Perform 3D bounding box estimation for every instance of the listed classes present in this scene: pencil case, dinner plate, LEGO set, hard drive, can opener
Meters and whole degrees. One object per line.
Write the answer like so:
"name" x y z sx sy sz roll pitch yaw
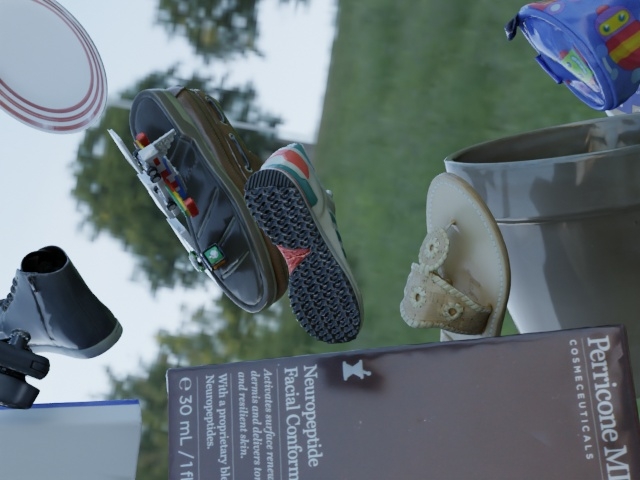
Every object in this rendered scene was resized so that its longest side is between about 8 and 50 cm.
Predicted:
"pencil case" 0.313 -0.243 1.197 0.306 0.119 0.133 -41 8 -8
"dinner plate" -0.225 -0.145 1.057 0.017 0.141 0.141 -57 -25 -44
"LEGO set" -0.155 -0.045 1.502 0.182 0.060 0.244 58 173 -19
"hard drive" -0.355 0.251 1.407 0.040 0.319 0.210 -106 21 -45
"can opener" -0.349 0.098 1.295 0.059 0.186 0.073 -31 35 60

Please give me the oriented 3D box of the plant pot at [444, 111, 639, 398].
"plant pot" 0.321 0.016 1.485 0.323 0.323 0.280 -37 -63 -70

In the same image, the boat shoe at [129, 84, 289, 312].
"boat shoe" -0.103 -0.060 1.556 0.104 0.307 0.111 -12 -25 -41

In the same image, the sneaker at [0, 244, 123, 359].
"sneaker" -0.321 0.060 1.491 0.083 0.222 0.118 -50 -54 -40

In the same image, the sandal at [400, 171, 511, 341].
"sandal" 0.108 0.061 1.153 0.079 0.088 0.240 -37 -44 -28

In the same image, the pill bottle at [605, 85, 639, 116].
"pill bottle" 0.438 -0.282 1.732 0.153 0.153 0.264 -65 -27 -46

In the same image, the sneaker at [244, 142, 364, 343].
"sneaker" 0.000 0.000 1.020 0.161 0.057 0.075 65 -149 -24

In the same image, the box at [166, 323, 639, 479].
"box" 0.070 0.195 1.101 0.143 0.381 0.191 73 -169 -64
